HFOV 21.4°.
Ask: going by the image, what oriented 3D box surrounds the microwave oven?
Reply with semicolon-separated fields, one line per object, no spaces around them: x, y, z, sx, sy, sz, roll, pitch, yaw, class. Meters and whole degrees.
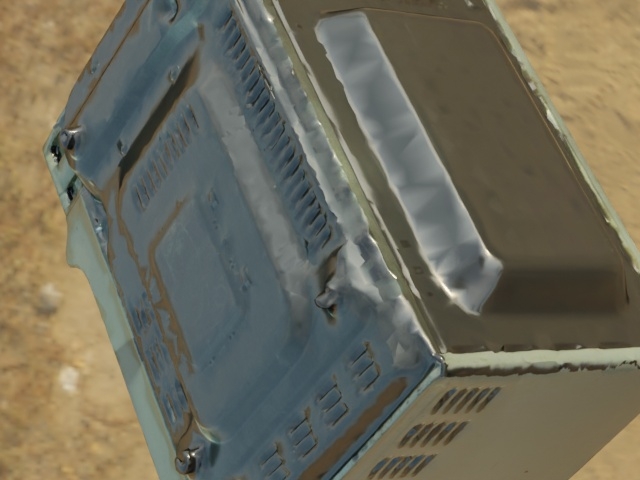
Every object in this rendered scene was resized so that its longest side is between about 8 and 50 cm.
0.000;0.000;1.007;0.286;0.218;0.355;-52;50;39;microwave oven
